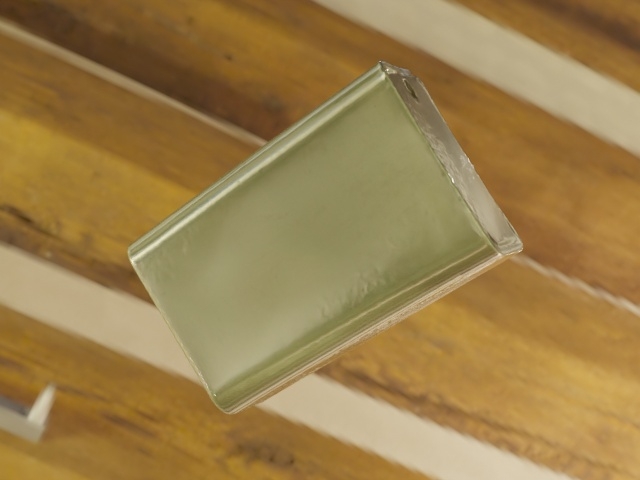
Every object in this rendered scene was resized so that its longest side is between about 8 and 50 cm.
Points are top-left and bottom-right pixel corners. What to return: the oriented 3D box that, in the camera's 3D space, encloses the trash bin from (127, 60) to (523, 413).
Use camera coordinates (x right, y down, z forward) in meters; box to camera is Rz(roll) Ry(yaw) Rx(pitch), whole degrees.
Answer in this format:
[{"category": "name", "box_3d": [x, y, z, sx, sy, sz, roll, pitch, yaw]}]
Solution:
[{"category": "trash bin", "box_3d": [0.000, 0.000, 1.107, 0.164, 0.240, 0.122, 60, -165, 7]}]
